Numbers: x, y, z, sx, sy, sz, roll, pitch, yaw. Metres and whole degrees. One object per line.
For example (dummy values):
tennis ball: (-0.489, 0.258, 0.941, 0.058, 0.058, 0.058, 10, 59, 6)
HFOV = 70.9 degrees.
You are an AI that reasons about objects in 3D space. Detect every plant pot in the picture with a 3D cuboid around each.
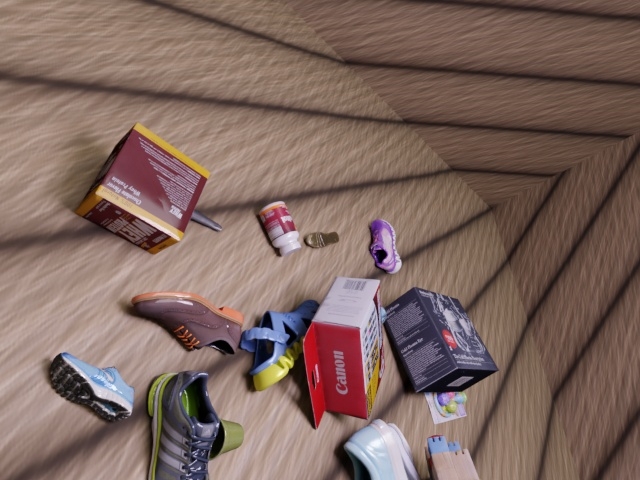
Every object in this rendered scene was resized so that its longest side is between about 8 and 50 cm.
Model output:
plant pot: (-0.199, 0.398, 0.915, 0.079, 0.083, 0.083, 31, 40, -55)

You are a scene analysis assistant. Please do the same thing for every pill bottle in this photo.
pill bottle: (-0.118, -0.034, 1.353, 0.086, 0.086, 0.152, -13, 75, -56)

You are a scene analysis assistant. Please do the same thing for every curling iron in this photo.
curling iron: (-0.358, -0.097, 1.131, 0.274, 0.035, 0.068, 34, 40, -32)

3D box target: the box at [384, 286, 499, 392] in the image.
box: (0.427, 0.362, 1.623, 0.343, 0.179, 0.313, 19, 38, -45)

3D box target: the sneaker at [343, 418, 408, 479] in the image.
sneaker: (0.150, 0.660, 1.145, 0.150, 0.135, 0.366, -16, 80, -26)

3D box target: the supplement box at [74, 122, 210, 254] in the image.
supplement box: (-0.382, -0.107, 0.986, 0.191, 0.129, 0.194, 35, 53, -32)

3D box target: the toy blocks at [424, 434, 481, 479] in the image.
toy blocks: (0.362, 0.680, 1.227, 0.261, 0.190, 0.382, -96, 175, -63)

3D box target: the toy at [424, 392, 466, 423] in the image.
toy: (0.477, 0.589, 1.665, 0.237, 0.056, 0.137, 15, 51, -47)

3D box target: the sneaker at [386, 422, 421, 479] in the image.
sneaker: (0.239, 0.643, 1.274, 0.091, 0.094, 0.258, 2, 66, -62)

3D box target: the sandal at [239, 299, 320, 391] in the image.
sandal: (-0.095, 0.229, 1.145, 0.138, 0.126, 0.317, 52, 32, -3)

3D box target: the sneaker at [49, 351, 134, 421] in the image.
sneaker: (-0.398, 0.249, 0.794, 0.162, 0.063, 0.073, 49, 16, -22)

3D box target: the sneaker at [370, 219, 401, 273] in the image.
sneaker: (0.243, 0.016, 1.791, 0.104, 0.095, 0.237, 11, 56, -40)

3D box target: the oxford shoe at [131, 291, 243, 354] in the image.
oxford shoe: (-0.276, 0.180, 0.967, 0.271, 0.097, 0.098, 26, 51, -40)

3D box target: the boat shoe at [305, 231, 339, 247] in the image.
boat shoe: (0.000, -0.002, 1.531, 0.153, 0.048, 0.056, -12, 86, -49)

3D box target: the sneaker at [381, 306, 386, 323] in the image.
sneaker: (0.153, 0.236, 1.456, 0.261, 0.125, 0.104, 11, 56, -49)

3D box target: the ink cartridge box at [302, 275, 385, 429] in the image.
ink cartridge box: (0.072, 0.298, 1.168, 0.272, 0.130, 0.310, -55, 143, -54)

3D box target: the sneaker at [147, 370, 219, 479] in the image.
sneaker: (-0.242, 0.380, 0.820, 0.111, 0.121, 0.300, 11, 56, -49)
